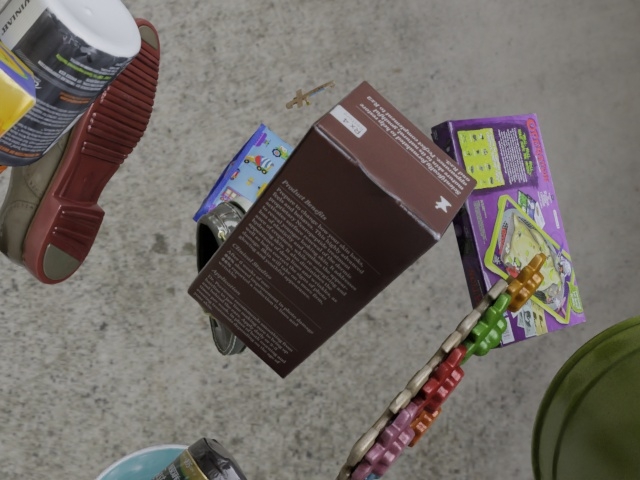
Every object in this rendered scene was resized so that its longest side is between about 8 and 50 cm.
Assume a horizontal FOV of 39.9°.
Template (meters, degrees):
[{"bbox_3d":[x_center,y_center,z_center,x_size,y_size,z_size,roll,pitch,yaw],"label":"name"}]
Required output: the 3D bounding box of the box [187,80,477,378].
[{"bbox_3d":[0.000,0.000,1.128,0.191,0.381,0.143,43,46,-1],"label":"box"}]

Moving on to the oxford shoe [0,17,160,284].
[{"bbox_3d":[-0.315,-0.127,1.096,0.348,0.130,0.123,-65,157,-3],"label":"oxford shoe"}]

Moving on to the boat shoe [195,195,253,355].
[{"bbox_3d":[-0.160,0.073,1.453,0.091,0.109,0.305,-23,132,-37],"label":"boat shoe"}]

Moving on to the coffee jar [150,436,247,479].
[{"bbox_3d":[-0.171,0.309,1.004,0.184,0.096,0.079,-38,107,-13],"label":"coffee jar"}]

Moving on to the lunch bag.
[{"bbox_3d":[-0.107,-0.057,1.735,0.221,0.138,0.293,38,37,-10],"label":"lunch bag"}]

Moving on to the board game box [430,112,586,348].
[{"bbox_3d":[0.295,-0.021,1.368,0.208,0.056,0.346,-10,85,-32],"label":"board game box"}]

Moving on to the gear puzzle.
[{"bbox_3d":[0.132,0.132,0.863,0.044,0.175,0.339,38,58,15],"label":"gear puzzle"}]

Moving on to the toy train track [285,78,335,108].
[{"bbox_3d":[-0.013,-0.217,1.325,0.014,0.083,0.048,52,21,-37],"label":"toy train track"}]

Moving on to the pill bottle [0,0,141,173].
[{"bbox_3d":[-0.314,-0.166,0.935,0.130,0.246,0.130,38,28,-25],"label":"pill bottle"}]

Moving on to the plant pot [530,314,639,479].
[{"bbox_3d":[0.447,0.291,0.942,0.353,0.367,0.366,-83,158,-80],"label":"plant pot"}]

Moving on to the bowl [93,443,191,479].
[{"bbox_3d":[-0.247,0.482,1.349,0.312,0.163,0.311,9,65,-21],"label":"bowl"}]

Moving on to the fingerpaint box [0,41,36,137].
[{"bbox_3d":[-0.522,-0.156,0.696,0.371,0.163,0.445,-44,117,0],"label":"fingerpaint box"}]
